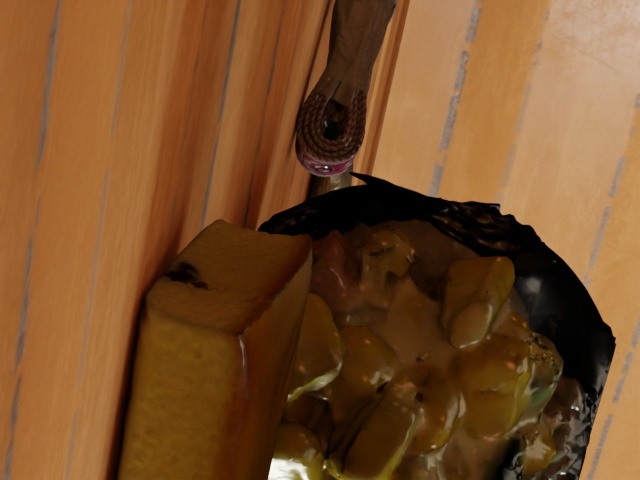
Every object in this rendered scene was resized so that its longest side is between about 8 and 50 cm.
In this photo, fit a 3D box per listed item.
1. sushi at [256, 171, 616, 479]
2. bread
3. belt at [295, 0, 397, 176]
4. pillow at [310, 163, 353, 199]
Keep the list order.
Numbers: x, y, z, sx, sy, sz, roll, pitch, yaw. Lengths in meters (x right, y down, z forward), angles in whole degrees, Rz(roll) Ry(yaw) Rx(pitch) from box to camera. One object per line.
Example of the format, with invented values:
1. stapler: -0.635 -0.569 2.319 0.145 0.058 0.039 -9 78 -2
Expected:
1. sushi: 0.067 0.135 1.511 0.285 0.328 0.328 -101 -153 -80
2. bread: -0.080 0.172 1.167 0.138 0.077 0.361 -58 161 -62
3. belt: 0.028 -0.169 1.784 0.053 0.071 0.232 115 -6 -71
4. pillow: 0.000 0.000 2.161 0.148 0.050 0.230 -89 -169 -73
